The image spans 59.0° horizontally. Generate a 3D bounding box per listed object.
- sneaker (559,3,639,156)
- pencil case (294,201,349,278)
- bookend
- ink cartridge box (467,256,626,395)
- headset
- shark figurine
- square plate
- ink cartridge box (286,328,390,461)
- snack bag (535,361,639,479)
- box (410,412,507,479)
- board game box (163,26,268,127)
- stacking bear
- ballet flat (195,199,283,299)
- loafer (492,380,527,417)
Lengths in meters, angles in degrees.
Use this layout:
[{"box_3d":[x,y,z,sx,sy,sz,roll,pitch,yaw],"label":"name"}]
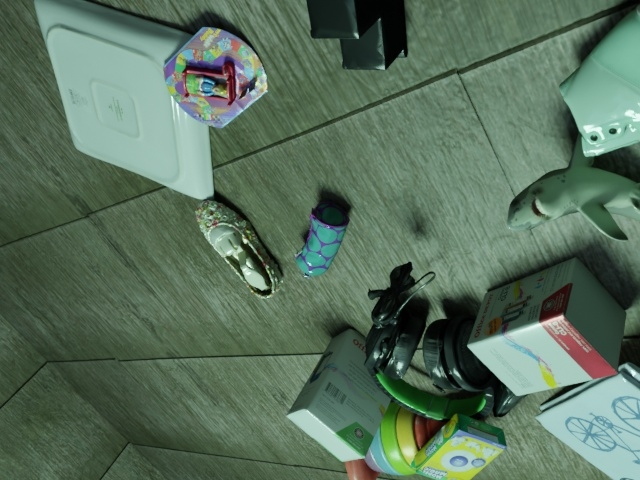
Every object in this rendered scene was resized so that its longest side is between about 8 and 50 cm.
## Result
[{"box_3d":[0.379,-0.116,0.612,0.256,0.094,0.151,50,134,4],"label":"sneaker"},{"box_3d":[0.000,0.000,1.007,0.070,0.064,0.151,11,139,-10],"label":"pencil case"},{"box_3d":[0.039,-0.261,0.665,0.072,0.156,0.157,10,134,26],"label":"bookend"},{"box_3d":[0.340,0.135,0.859,0.127,0.128,0.176,44,138,-10],"label":"ink cartridge box"},{"box_3d":[0.174,0.206,0.993,0.243,0.185,0.394,5,131,30],"label":"headset"},{"box_3d":[0.364,-0.037,0.731,0.278,0.166,0.116,22,166,-11],"label":"shark figurine"},{"box_3d":[-0.356,-0.244,1.027,0.344,0.049,0.347,22,137,14],"label":"square plate"},{"box_3d":[0.055,0.312,1.156,0.154,0.212,0.093,41,142,-8],"label":"ink cartridge box"},{"box_3d":[0.549,0.350,0.896,0.342,0.037,0.323,38,155,16],"label":"snack bag"},{"box_3d":[0.255,0.406,1.071,0.105,0.043,0.179,22,126,-10],"label":"box"},{"box_3d":[-0.169,-0.243,0.878,0.169,0.033,0.133,-30,119,31],"label":"board game box"},{"box_3d":[0.206,0.420,1.205,0.289,0.175,0.164,-23,82,34],"label":"stacking bear"},{"box_3d":[-0.155,0.023,1.115,0.091,0.077,0.241,-35,113,15],"label":"ballet flat"},{"box_3d":[0.356,0.275,1.036,0.061,0.062,0.170,5,138,1],"label":"loafer"}]
